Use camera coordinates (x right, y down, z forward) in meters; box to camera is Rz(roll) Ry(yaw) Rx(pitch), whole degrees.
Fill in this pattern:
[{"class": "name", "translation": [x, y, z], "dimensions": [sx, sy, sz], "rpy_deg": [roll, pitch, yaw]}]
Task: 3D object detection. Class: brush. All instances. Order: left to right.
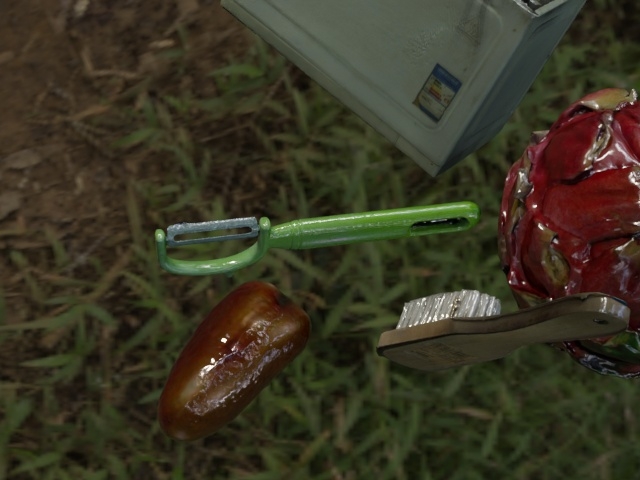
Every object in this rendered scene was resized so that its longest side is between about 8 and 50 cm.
[{"class": "brush", "translation": [0.165, 0.069, 1.376], "dimensions": [0.070, 0.327, 0.065], "rpy_deg": [27, 68, -25]}]

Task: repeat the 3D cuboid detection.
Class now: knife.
[{"class": "knife", "translation": [0.000, 0.001, 0.955], "dimensions": [0.212, 0.054, 0.015], "rpy_deg": [-7, 50, -11]}]

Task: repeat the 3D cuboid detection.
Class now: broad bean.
[{"class": "broad bean", "translation": [-0.081, 0.109, 1.316], "dimensions": [0.084, 0.114, 0.165], "rpy_deg": [35, 75, 18]}]

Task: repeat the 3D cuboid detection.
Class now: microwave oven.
[{"class": "microwave oven", "translation": [0.063, -0.174, 1.050], "dimensions": [0.205, 0.163, 0.129], "rpy_deg": [41, 34, 12]}]

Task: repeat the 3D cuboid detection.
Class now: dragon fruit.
[{"class": "dragon fruit", "translation": [0.341, -0.004, 1.638], "dimensions": [0.329, 0.329, 0.329], "rpy_deg": [4, 82, -35]}]
